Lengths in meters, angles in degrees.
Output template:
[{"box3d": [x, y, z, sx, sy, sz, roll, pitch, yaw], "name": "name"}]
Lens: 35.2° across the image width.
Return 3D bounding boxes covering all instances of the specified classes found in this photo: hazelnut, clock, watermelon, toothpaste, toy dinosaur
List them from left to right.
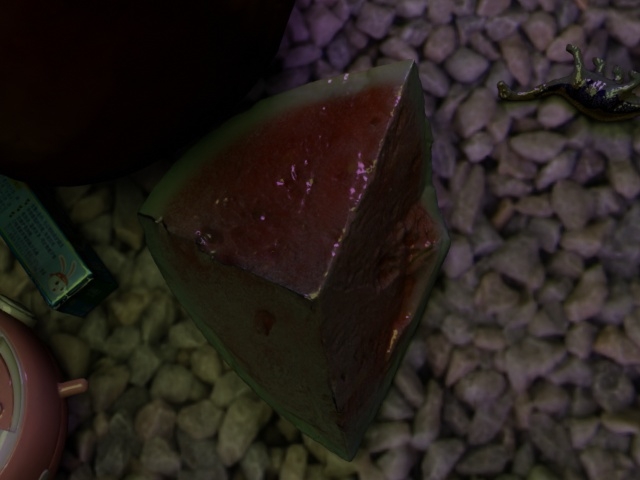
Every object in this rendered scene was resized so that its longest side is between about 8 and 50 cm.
[{"box3d": [-0.325, 0.159, 0.870, 0.227, 0.142, 0.241, 26, 76, 15], "name": "clock"}, {"box3d": [-0.287, -0.046, 0.929, 0.050, 0.065, 0.266, -40, 73, 3], "name": "toothpaste"}, {"box3d": [-0.205, -0.247, 0.812, 0.421, 0.353, 0.420, 1, 92, 29], "name": "hazelnut"}, {"box3d": [0.000, 0.000, 0.800, 0.256, 0.176, 0.260, 36, 71, -15], "name": "watermelon"}, {"box3d": [0.241, -0.129, 0.846, 0.180, 0.037, 0.058, 15, 106, 22], "name": "toy dinosaur"}]
